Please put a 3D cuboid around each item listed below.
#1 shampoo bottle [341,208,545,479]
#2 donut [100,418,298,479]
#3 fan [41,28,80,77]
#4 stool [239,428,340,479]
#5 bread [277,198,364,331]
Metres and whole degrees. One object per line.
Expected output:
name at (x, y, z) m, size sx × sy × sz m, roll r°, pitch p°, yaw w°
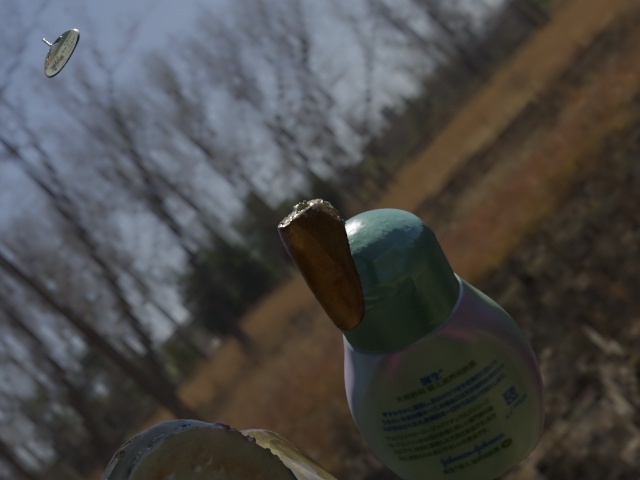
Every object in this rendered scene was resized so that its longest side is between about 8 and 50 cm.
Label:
shampoo bottle at (0.113, 0.117, 2.272) m, size 0.221 × 0.350 × 0.151 m, roll -25°, pitch 31°, yaw 8°
donut at (-0.074, 0.188, 1.398) m, size 0.065 × 0.166 × 0.108 m, roll -40°, pitch 15°, yaw 51°
fan at (-0.293, -0.204, 2.204) m, size 0.080 × 0.003 × 0.060 m, roll -9°, pitch 58°, yaw 48°
stool at (-0.010, 0.303, 1.771) m, size 0.179 × 0.264 × 0.179 m, roll -19°, pitch -56°, yaw -31°
bread at (-0.005, 0.004, 2.019) m, size 0.054 × 0.154 × 0.136 m, roll -27°, pitch -27°, yaw 14°
